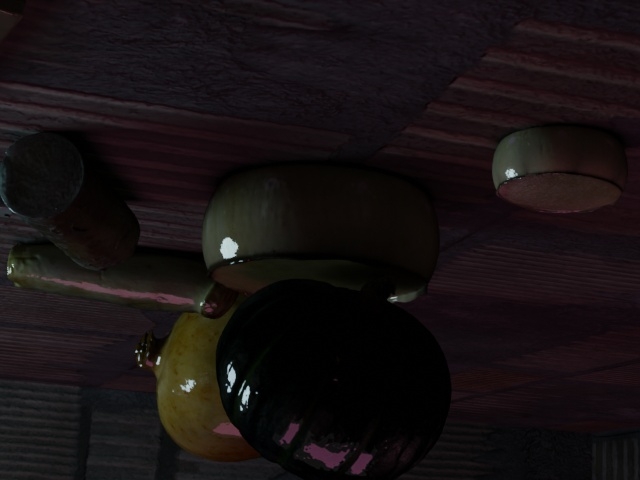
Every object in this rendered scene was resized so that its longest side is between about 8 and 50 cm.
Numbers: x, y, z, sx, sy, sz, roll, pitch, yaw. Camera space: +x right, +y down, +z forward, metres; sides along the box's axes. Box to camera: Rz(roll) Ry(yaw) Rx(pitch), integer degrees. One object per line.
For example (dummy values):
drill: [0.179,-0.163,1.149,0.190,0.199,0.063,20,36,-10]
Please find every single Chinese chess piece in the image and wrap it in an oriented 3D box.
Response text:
Chinese chess piece: [0.218,-0.064,1.062,0.122,0.051,0.122,5,164,1]
Chinese chess piece: [0.000,0.000,1.256,0.257,0.104,0.257,4,165,1]

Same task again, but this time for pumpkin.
pumpkin: [0.021,0.129,1.180,0.250,0.216,0.250,27,-173,-4]

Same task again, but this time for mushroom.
mushroom: [-0.266,0.051,1.582,0.312,0.081,0.100,9,162,-3]

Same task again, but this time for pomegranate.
pomegranate: [-0.110,0.202,1.770,0.307,0.307,0.307,3,166,1]

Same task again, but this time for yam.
yam: [-0.256,-0.032,1.224,0.093,0.093,0.259,2,166,6]

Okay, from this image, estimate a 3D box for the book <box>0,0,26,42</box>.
book: [-0.364,-0.157,0.884,0.215,0.025,0.283,14,162,-30]

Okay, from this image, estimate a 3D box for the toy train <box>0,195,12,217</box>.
toy train: [-0.437,-0.057,1.256,0.207,0.047,0.043,8,164,-22]
